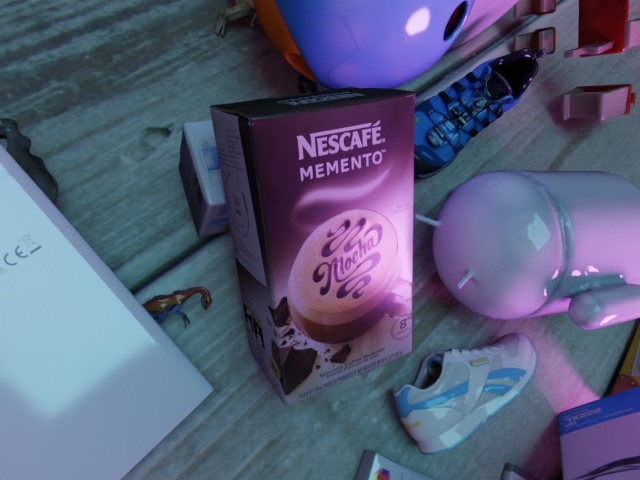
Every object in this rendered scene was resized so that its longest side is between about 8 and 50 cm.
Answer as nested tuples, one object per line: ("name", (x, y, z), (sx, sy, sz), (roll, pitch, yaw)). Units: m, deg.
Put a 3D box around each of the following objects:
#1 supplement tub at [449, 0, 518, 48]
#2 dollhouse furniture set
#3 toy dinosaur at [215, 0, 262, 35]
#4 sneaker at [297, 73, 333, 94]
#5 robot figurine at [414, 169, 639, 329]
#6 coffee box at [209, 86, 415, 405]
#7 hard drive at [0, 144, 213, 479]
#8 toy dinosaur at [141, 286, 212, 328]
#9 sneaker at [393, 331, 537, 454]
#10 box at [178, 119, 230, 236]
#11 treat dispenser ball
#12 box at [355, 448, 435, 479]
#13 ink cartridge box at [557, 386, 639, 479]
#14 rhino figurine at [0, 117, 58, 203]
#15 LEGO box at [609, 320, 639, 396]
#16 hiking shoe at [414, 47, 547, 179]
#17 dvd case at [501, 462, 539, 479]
("supplement tub", (0.189, -0.518, 0.730), (0.241, 0.241, 0.331), (-30, 85, -26))
("dollhouse furniture set", (0.508, -0.358, 0.805), (0.135, 0.262, 0.259), (-24, 116, -27))
("toy dinosaur", (-0.091, -0.378, 0.686), (0.092, 0.053, 0.183), (31, 65, -7))
("sneaker", (0.024, -0.205, 0.674), (0.058, 0.052, 0.135), (-26, 84, -29))
("robot figurine", (0.308, 0.003, 0.625), (0.353, 0.200, 0.300), (-3, 34, -21))
("coffee box", (0.000, 0.000, 0.475), (0.168, 0.119, 0.297), (-17, 117, -23))
("hard drive", (-0.286, 0.099, 0.420), (0.210, 0.040, 0.319), (-41, 101, -23))
("toy dinosaur", (-0.167, 0.075, 0.501), (0.082, 0.090, 0.047), (-32, 70, 18))
("sneaker", (0.199, 0.178, 0.593), (0.228, 0.087, 0.092), (-28, 82, -27))
("box", (-0.064, -0.088, 0.567), (0.203, 0.114, 0.103), (-14, 78, -24))
("treat dispenser ball", (0.054, -0.338, 0.563), (0.288, 0.288, 0.288), (6, 71, -18))
("box", (0.115, 0.360, 0.529), (0.186, 0.038, 0.145), (28, 65, -11))
("ink cartridge box", (0.388, 0.346, 0.498), (0.223, 0.129, 0.307), (61, 27, 5))
("rhino figurine", (-0.388, -0.017, 0.450), (0.106, 0.073, 0.243), (46, 65, 2))
("LEGO box", (0.756, 0.195, 0.730), (0.372, 0.193, 0.500), (44, 64, -2))
("hiking shoe", (0.226, -0.214, 0.704), (0.113, 0.132, 0.304), (47, 64, 0))
("dvd case", (0.278, 0.436, 0.575), (0.164, 0.018, 0.221), (33, 65, -7))
